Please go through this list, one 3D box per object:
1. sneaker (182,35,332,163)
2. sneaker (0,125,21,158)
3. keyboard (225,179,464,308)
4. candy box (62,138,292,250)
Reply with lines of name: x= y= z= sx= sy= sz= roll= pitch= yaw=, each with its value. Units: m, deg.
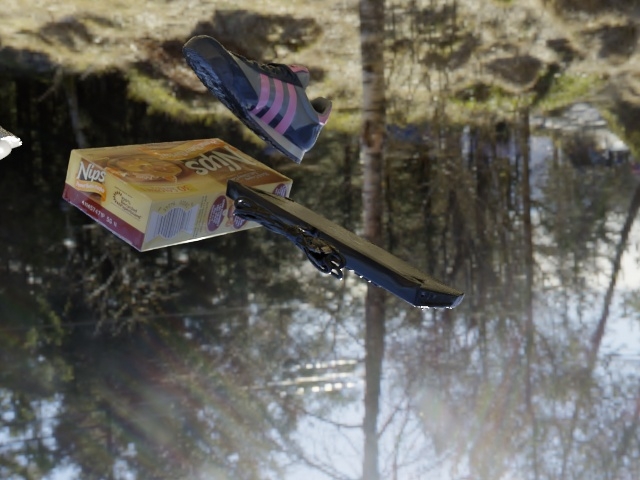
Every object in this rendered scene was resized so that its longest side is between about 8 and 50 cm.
sneaker: x=-0.091 y=-0.249 z=1.290 sx=0.112 sy=0.131 sz=0.319 roll=37 pitch=178 yaw=34
sneaker: x=-0.459 y=-0.117 z=1.054 sx=0.090 sy=0.094 sz=0.235 roll=43 pitch=161 yaw=-24
keyboard: x=0.000 y=0.000 z=0.930 sx=0.317 sy=0.033 sz=0.202 roll=29 pitch=-171 yaw=39
candy box: x=-0.215 y=-0.082 z=1.286 sx=0.183 sy=0.087 sz=0.316 roll=31 pitch=-155 yaw=28
